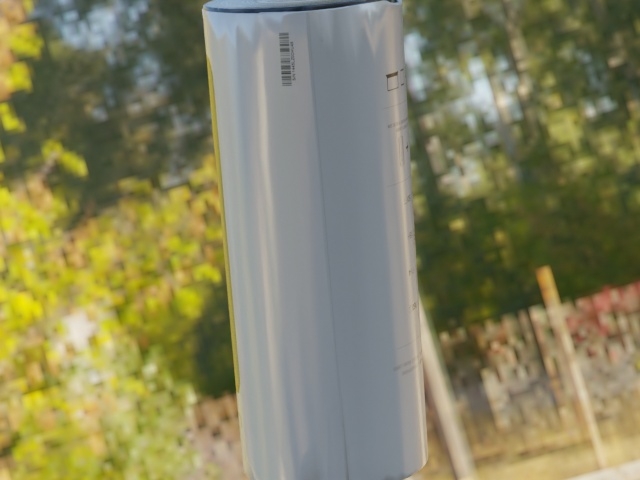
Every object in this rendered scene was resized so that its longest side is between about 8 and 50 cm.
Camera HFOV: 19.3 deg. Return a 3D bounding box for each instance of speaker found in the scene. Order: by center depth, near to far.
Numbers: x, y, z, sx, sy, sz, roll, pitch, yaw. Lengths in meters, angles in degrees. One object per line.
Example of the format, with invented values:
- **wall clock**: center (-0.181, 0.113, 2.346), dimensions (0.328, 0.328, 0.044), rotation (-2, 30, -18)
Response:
- **speaker**: center (0.000, 0.000, 0.522), dimensions (0.055, 0.136, 0.055), rotation (-4, 13, 1)
